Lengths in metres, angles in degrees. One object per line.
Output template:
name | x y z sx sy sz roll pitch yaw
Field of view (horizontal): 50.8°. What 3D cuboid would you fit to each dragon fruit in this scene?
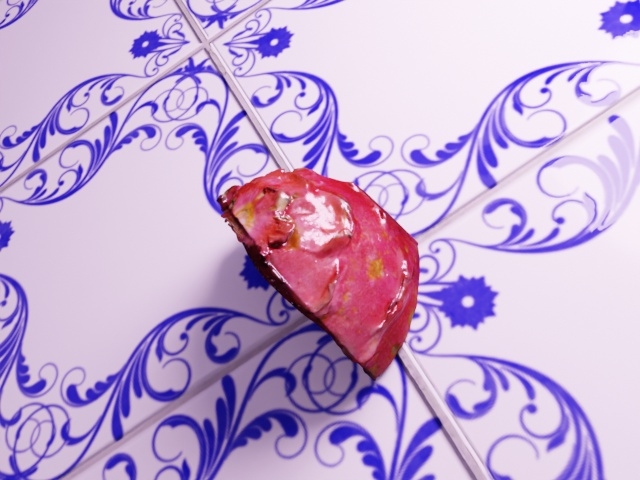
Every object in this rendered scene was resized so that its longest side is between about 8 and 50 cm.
dragon fruit | 0.000 0.000 0.703 0.189 0.163 0.262 -27 49 -26
